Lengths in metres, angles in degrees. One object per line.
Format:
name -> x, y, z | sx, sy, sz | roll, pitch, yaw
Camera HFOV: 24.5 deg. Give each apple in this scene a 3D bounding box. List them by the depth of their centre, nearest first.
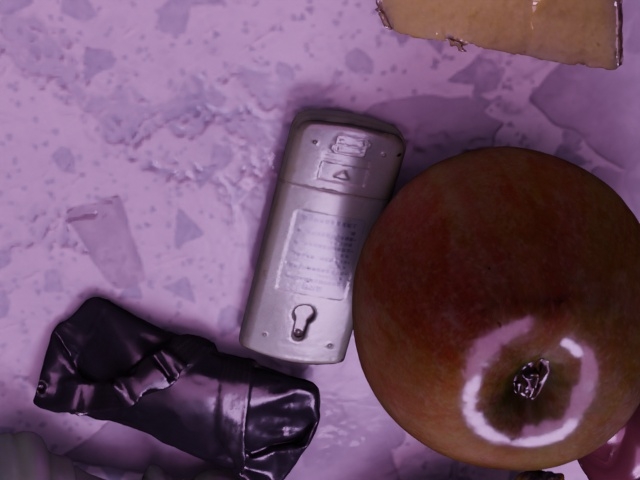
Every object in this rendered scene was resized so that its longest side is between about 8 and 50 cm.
apple -> 0.153, 0.057, 1.187 | 0.256, 0.234, 0.257 | -2, 110, -5

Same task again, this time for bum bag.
bum bag -> -0.124, 0.139, 1.304 | 0.248, 0.060, 0.123 | 18, 114, -13

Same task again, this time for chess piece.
chess piece -> -0.166, 0.242, 1.327 | 0.271, 0.139, 0.139 | 3, 117, -18

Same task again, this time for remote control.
remote control -> 0.000, 0.000, 1.258 | 0.098, 0.038, 0.234 | 10, 116, -9

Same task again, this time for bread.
bread -> 0.124, -0.242, 1.093 | 0.178, 0.135, 0.240 | -8, 119, -1

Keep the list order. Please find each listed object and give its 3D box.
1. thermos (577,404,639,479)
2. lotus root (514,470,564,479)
thermos -> 0.335, 0.223, 1.344 | 0.330, 0.136, 0.109 | 41, 80, -21
lotus root -> 0.106, 0.319, 1.367 | 0.169, 0.141, 0.314 | 39, 106, -25
